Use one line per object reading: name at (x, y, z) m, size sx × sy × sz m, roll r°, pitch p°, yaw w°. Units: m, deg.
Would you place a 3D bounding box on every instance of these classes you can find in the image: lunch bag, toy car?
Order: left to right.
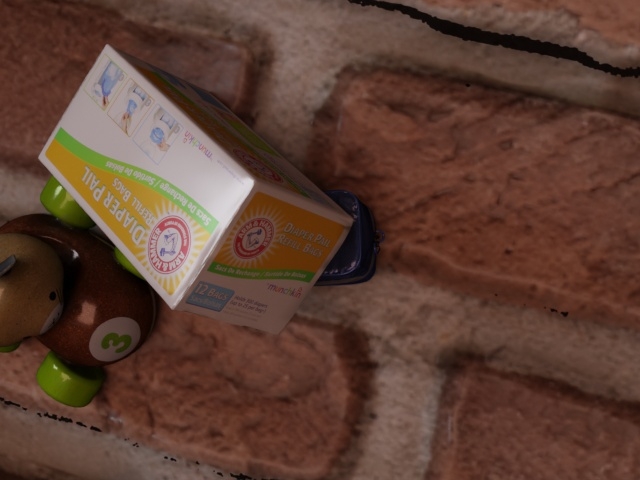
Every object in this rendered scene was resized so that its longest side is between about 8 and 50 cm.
toy car at (-0.216, 0.046, 0.863) m, size 0.149 × 0.188 × 0.155 m, roll 35°, pitch 102°, yaw 6°
lunch bag at (0.000, 0.000, 0.879) m, size 0.098 × 0.065 × 0.067 m, roll -2°, pitch 80°, yaw 13°

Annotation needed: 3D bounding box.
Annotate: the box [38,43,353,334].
box at (-0.093, -0.037, 0.823) m, size 0.203 × 0.114 × 0.103 m, roll 42°, pitch 104°, yaw 37°
